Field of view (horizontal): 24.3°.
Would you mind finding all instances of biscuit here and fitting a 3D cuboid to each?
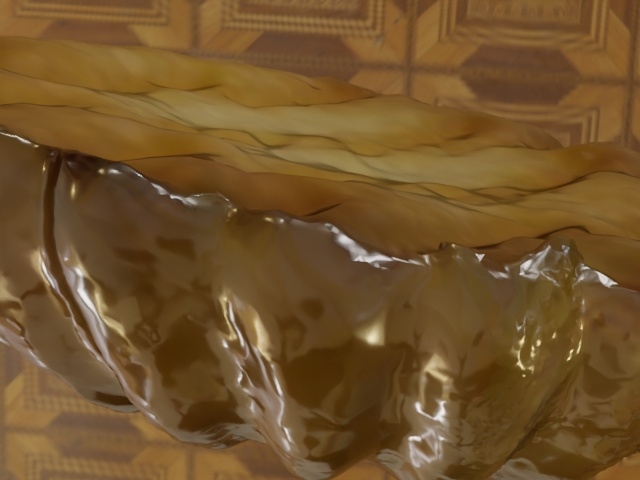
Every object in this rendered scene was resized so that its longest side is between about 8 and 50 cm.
[{"bbox_3d":[0.000,0.000,0.536,0.325,0.326,0.107,16,103,4],"label":"biscuit"}]
